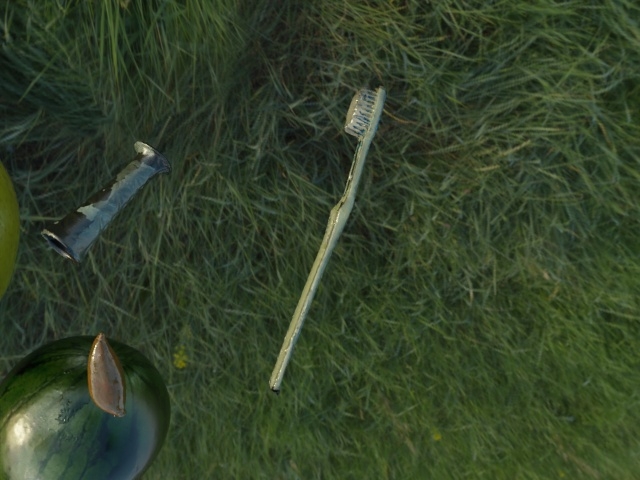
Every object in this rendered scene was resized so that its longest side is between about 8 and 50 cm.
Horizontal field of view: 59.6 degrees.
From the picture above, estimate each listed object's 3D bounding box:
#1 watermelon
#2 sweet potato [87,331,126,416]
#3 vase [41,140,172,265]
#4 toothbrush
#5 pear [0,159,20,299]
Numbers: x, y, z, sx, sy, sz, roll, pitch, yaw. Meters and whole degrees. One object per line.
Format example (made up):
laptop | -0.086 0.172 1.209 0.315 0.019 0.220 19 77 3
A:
watermelon | -0.340 0.257 0.799 0.242 0.242 0.242 -12 130 -15
sweet potato | -0.204 0.130 0.531 0.034 0.034 0.095 -11 110 -16
vase | -0.258 -0.049 0.687 0.167 0.059 0.059 -52 139 -26
toothbrush | 0.005 0.002 0.504 0.028 0.026 0.294 15 94 -16
pear | -0.534 -0.014 0.752 0.191 0.340 0.387 -24 123 -67
